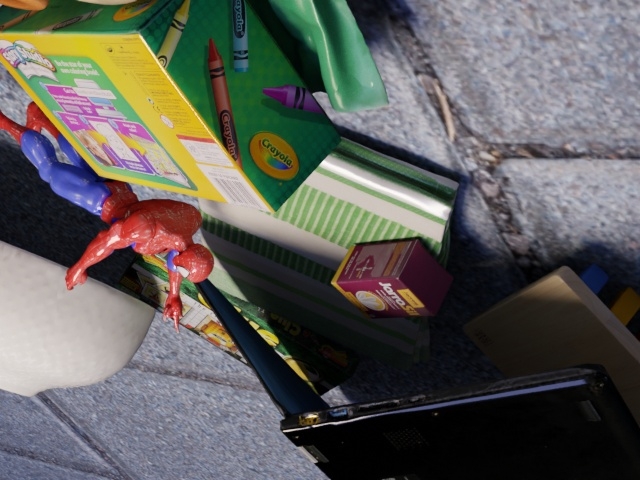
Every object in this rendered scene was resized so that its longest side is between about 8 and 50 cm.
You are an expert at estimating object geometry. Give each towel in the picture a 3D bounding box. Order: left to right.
[{"bbox_3d":[0.000,0.000,1.163,0.247,0.038,0.325,23,153,11],"label":"towel"}]

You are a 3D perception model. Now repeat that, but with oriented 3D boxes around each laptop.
[{"bbox_3d":[0.109,0.150,1.179,0.407,0.236,0.382,-13,141,23],"label":"laptop"}]

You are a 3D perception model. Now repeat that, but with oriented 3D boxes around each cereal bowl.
[{"bbox_3d":[-0.359,0.077,1.384,0.338,0.141,0.339,20,171,3],"label":"cereal bowl"}]

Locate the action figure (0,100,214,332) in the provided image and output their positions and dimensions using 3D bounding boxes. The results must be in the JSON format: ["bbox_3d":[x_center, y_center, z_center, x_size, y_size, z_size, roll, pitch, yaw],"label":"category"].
[{"bbox_3d":[-0.202,-0.010,1.147,0.280,0.091,0.139,30,115,32],"label":"action figure"}]

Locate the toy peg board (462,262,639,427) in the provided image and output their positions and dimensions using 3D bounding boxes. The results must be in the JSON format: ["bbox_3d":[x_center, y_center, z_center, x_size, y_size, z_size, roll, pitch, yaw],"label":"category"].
[{"bbox_3d":[0.231,0.087,1.076,0.161,0.079,0.161,47,150,-2],"label":"toy peg board"}]

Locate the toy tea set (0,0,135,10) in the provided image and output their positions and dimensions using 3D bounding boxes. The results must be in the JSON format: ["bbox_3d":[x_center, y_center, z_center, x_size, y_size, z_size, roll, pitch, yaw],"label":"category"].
[{"bbox_3d":[-0.248,-0.239,0.870,0.200,0.124,0.336,14,178,-35],"label":"toy tea set"}]

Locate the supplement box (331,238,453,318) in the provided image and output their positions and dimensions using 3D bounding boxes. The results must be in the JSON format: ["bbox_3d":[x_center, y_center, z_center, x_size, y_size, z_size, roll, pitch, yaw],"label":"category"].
[{"bbox_3d":[0.060,0.034,1.073,0.083,0.043,0.055,-7,135,49],"label":"supplement box"}]

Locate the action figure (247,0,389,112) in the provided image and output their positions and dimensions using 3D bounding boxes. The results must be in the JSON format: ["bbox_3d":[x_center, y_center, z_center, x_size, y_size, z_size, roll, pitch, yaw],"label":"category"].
[{"bbox_3d":[-0.033,-0.194,0.842,0.137,0.063,0.232,12,144,30],"label":"action figure"}]

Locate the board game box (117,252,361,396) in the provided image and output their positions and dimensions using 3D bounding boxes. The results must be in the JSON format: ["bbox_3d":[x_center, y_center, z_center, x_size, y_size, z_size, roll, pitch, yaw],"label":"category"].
[{"bbox_3d":[-0.092,0.088,1.396,0.259,0.030,0.136,32,150,-8],"label":"board game box"}]

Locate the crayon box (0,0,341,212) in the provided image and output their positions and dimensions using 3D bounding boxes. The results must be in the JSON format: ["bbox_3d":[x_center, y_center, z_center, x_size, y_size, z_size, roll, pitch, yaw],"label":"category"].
[{"bbox_3d":[-0.129,-0.119,0.958,0.278,0.081,0.165,13,147,53],"label":"crayon box"}]
